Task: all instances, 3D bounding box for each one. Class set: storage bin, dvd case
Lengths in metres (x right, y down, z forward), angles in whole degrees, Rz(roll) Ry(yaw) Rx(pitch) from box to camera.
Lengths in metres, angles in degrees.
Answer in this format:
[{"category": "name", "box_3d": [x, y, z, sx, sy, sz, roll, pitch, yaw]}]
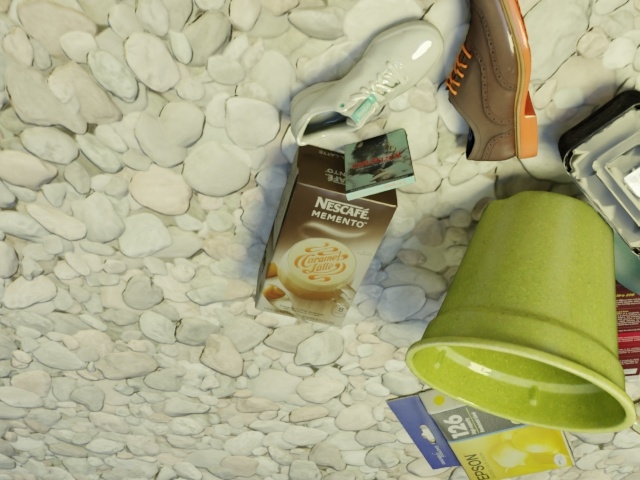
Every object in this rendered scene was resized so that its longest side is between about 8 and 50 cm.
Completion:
[{"category": "storage bin", "box_3d": [0.405, -0.085, 0.735, 0.122, 0.084, 0.180, -38, 99, 28]}, {"category": "dvd case", "box_3d": [0.073, -0.100, 0.742, 0.087, 0.119, 0.013, -14, 128, 13]}]

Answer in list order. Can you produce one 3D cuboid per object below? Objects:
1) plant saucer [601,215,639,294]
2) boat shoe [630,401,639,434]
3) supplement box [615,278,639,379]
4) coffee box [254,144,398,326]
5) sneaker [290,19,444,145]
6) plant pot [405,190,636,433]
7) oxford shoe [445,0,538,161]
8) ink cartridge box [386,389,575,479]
[{"category": "plant saucer", "box_3d": [0.495, -0.002, 0.807, 0.194, 0.037, 0.195, 5, 104, 22]}, {"category": "boat shoe", "box_3d": [0.700, 0.381, 1.173, 0.190, 0.068, 0.072, 30, 113, -22]}, {"category": "supplement box", "box_3d": [0.478, 0.135, 0.962, 0.130, 0.073, 0.239, -4, 130, 5]}, {"category": "coffee box", "box_3d": [0.000, 0.000, 0.840, 0.141, 0.098, 0.247, 12, 129, -10]}, {"category": "sneaker", "box_3d": [0.056, -0.176, 0.695, 0.212, 0.094, 0.080, -29, 122, 23]}, {"category": "plant pot", "box_3d": [0.281, 0.085, 0.778, 0.276, 0.254, 0.276, 18, 154, 9]}, {"category": "oxford shoe", "box_3d": [0.192, -0.199, 0.677, 0.098, 0.097, 0.271, -10, 129, 17]}, {"category": "ink cartridge box", "box_3d": [0.334, 0.397, 1.189, 0.307, 0.072, 0.304, -21, 127, 15]}]
